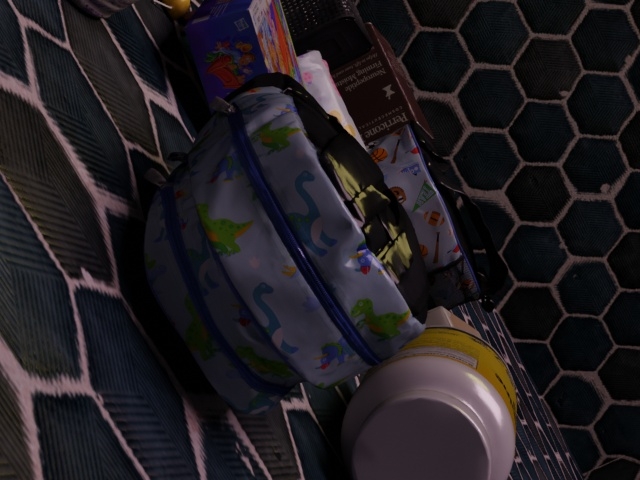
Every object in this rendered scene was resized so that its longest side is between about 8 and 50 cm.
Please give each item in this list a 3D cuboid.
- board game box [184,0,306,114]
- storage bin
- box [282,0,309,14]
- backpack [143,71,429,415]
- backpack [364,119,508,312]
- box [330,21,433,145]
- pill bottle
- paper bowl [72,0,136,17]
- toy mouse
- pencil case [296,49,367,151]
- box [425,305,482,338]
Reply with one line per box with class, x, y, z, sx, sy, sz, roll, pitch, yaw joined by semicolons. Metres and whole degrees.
board game box;-0.077;-0.193;1.837;0.347;0.078;0.233;-84;159;-72
storage bin;-0.029;-0.296;2.181;0.084;0.180;0.122;68;10;25
box;-0.108;-0.468;2.395;0.182;0.119;0.181;46;19;-61
backpack;-0.025;0.009;1.320;0.290;0.273;0.355;64;-12;-12
backpack;0.132;-0.037;2.267;0.276;0.213;0.263;-115;-175;-45
box;0.071;-0.242;2.601;0.203;0.168;0.167;65;10;11
pill bottle;0.123;0.209;1.657;0.188;0.188;0.334;64;10;-2
paper bowl;-0.224;-0.376;1.475;0.284;0.148;0.284;61;11;-21
toy mouse;-0.152;-0.256;1.871;0.143;0.031;0.161;61;10;-14
pencil case;-0.003;-0.129;2.099;0.124;0.113;0.273;-34;-99;57
box;0.178;0.199;2.163;0.148;0.121;0.311;67;10;14
